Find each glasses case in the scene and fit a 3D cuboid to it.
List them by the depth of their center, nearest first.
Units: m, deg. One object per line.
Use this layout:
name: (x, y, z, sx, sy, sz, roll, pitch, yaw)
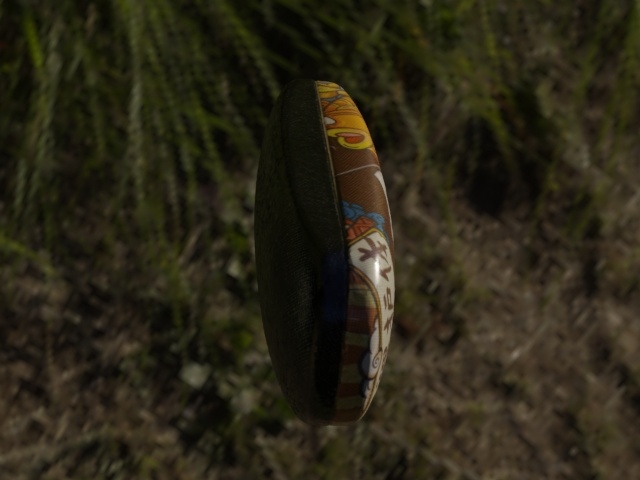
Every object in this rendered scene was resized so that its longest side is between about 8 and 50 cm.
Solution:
glasses case: (0.000, 0.000, 1.245, 0.082, 0.122, 0.321, 5, 26, -7)
